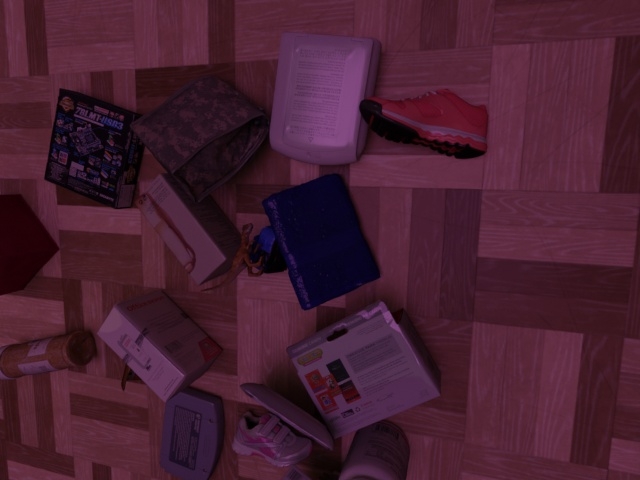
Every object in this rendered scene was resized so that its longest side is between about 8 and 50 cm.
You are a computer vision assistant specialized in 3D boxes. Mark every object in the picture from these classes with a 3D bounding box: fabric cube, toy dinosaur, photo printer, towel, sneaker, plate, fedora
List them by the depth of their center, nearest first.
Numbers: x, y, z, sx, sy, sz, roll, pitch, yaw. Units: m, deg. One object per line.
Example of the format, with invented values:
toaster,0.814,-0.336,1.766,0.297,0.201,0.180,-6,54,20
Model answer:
sneaker,0.245,-0.294,0.993,0.313,0.116,0.136,16,86,-6
photo printer,0.005,-0.346,1.067,0.255,0.107,0.308,11,101,15
toy dinosaur,-0.205,0.061,1.096,0.112,0.064,0.212,18,71,12
towel,0.000,0.000,1.106,0.227,0.076,0.309,-21,91,-14
plate,-0.080,0.471,1.149,0.277,0.278,0.045,30,67,12
sneaker,-0.144,0.571,1.236,0.252,0.103,0.111,4,100,16
fedora,-0.565,0.377,1.331,0.079,0.194,0.195,14,104,-22
fabric cube,-1.087,0.024,1.368,0.259,0.258,0.254,-41,86,17

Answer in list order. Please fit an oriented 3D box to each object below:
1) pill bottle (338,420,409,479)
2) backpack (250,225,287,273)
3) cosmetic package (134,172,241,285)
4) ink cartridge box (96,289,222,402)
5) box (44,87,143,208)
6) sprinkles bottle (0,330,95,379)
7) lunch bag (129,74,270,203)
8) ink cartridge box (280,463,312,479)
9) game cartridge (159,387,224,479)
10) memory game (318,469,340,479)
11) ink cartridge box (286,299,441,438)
pill bottle,0.132,0.594,1.060,0.160,0.283,0.161,2,98,17
backpack,-0.138,0.018,1.163,0.101,0.098,0.120,27,106,25
cosmetic package,-0.354,-0.038,1.195,0.129,0.153,0.296,-41,83,19
ink cartridge box,-0.461,0.295,1.241,0.283,0.207,0.117,41,105,9
box,-0.693,-0.281,1.305,0.295,0.073,0.294,21,102,14
sprinkles bottle,-0.946,0.393,1.446,0.355,0.121,0.121,-13,93,17
lunch bag,-0.296,-0.280,1.104,0.287,0.169,0.235,-42,62,-11
ink cartridge box,-0.018,0.777,1.175,0.175,0.069,0.371,25,134,29
game cartridge,-0.406,0.618,1.349,0.198,0.062,0.298,12,101,11
memory game,0.076,0.712,1.194,0.186,0.012,0.186,19,130,24
ink cartridge box,0.111,0.317,1.109,0.309,0.130,0.272,-30,89,18
